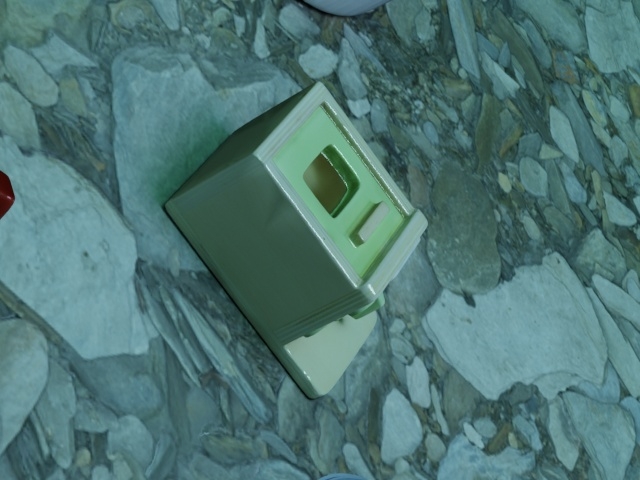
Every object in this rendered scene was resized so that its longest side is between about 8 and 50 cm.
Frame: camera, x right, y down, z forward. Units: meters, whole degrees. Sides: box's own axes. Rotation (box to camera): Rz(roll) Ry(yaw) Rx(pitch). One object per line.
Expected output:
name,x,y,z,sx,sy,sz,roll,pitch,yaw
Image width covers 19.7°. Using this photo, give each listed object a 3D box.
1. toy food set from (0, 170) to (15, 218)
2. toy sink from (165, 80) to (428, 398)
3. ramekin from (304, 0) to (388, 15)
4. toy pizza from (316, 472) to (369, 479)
toy food set,-0.305,-0.035,1.365,0.111,0.104,0.232,32,19,-36
toy sink,0.000,0.000,1.676,0.234,0.131,0.153,54,37,-12
ramekin,0.026,-0.373,1.954,0.277,0.135,0.277,30,45,-36
toy pizza,0.036,0.302,1.607,0.201,0.032,0.201,30,46,-36
